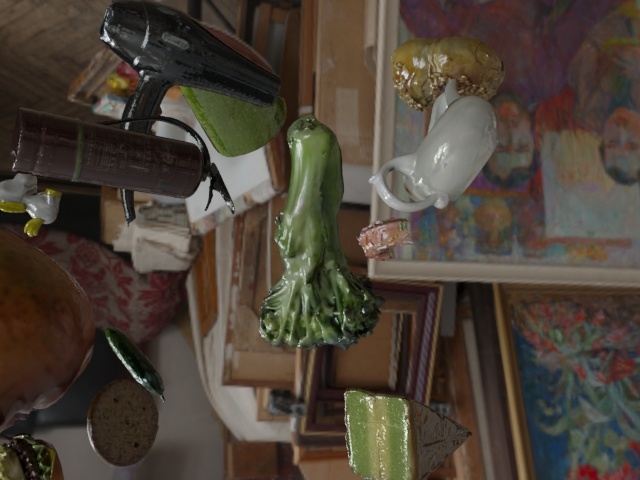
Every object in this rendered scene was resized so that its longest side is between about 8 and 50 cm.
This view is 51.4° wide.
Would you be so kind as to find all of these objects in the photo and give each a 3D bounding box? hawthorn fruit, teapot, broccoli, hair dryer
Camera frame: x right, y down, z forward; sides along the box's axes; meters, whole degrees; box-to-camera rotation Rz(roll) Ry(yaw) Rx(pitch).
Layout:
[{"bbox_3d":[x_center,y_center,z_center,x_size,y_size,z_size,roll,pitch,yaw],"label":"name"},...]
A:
[{"bbox_3d":[-0.698,0.177,1.318,0.471,0.472,0.472,-3,158,-1],"label":"hawthorn fruit"},{"bbox_3d":[0.205,-0.151,1.127,0.139,0.298,0.204,37,145,0],"label":"teapot"},{"bbox_3d":[-0.003,-0.003,0.825,0.164,0.145,0.304,5,119,14],"label":"broccoli"},{"bbox_3d":[-0.188,-0.143,0.837,0.235,0.272,0.091,20,-178,-28],"label":"hair dryer"}]

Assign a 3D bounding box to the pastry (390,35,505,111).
[{"bbox_3d":[0.352,-0.451,1.878,0.315,0.184,0.284,8,175,22],"label":"pastry"}]

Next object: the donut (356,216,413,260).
[{"bbox_3d":[0.141,0.002,1.534,0.116,0.065,0.166,-4,159,-7],"label":"donut"}]

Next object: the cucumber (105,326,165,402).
[{"bbox_3d":[-0.447,0.294,1.615,0.056,0.250,0.056,-40,160,-18],"label":"cucumber"}]

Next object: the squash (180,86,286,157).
[{"bbox_3d":[-0.146,-0.275,1.165,0.093,0.169,0.252,25,157,29],"label":"squash"}]

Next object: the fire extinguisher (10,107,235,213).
[{"bbox_3d":[-0.136,-0.064,0.482,0.157,0.078,0.045,7,152,-32],"label":"fire extinguisher"}]

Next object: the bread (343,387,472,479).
[{"bbox_3d":[0.091,0.170,0.652,0.074,0.084,0.139,0,-174,37],"label":"bread"}]

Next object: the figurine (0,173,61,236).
[{"bbox_3d":[-0.718,-0.105,1.610,0.178,0.130,0.109,39,144,-13],"label":"figurine"}]

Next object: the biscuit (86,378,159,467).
[{"bbox_3d":[-0.430,0.398,1.453,0.027,0.188,0.187,-15,155,31],"label":"biscuit"}]

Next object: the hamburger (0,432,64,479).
[{"bbox_3d":[-0.523,0.453,1.145,0.138,0.243,0.261,-3,176,-34],"label":"hamburger"}]
